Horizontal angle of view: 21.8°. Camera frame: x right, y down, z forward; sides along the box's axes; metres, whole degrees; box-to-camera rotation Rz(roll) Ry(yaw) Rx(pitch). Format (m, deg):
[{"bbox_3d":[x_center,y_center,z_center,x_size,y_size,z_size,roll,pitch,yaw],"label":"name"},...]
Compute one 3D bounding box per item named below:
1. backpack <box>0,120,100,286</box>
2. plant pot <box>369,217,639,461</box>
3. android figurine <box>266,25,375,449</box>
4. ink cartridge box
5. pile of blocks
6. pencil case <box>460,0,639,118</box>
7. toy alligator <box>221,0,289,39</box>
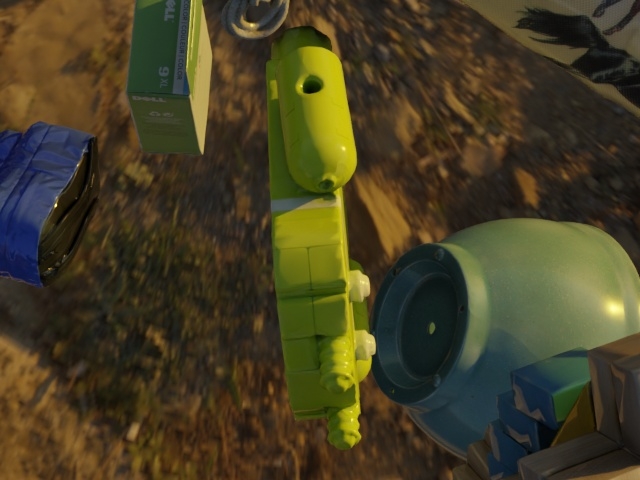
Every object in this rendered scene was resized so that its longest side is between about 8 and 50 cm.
[{"bbox_3d":[-0.240,-0.024,1.364,0.101,0.120,0.098,10,144,10],"label":"backpack"},{"bbox_3d":[0.176,0.105,1.775,0.196,0.293,0.293,13,101,-33],"label":"plant pot"},{"bbox_3d":[0.000,0.000,1.061,0.056,0.273,0.248,-6,139,1],"label":"android figurine"},{"bbox_3d":[-0.140,-0.165,1.529,0.062,0.209,0.109,4,73,1],"label":"ink cartridge box"},{"bbox_3d":[0.092,0.153,0.851,0.112,0.362,0.149,-17,57,-19],"label":"pile of blocks"},{"bbox_3d":[0.179,-0.209,1.110,0.410,0.160,0.183,30,57,-14],"label":"pencil case"},{"bbox_3d":[-0.031,-0.106,0.465,0.056,0.190,0.051,-36,55,-6],"label":"toy alligator"}]
